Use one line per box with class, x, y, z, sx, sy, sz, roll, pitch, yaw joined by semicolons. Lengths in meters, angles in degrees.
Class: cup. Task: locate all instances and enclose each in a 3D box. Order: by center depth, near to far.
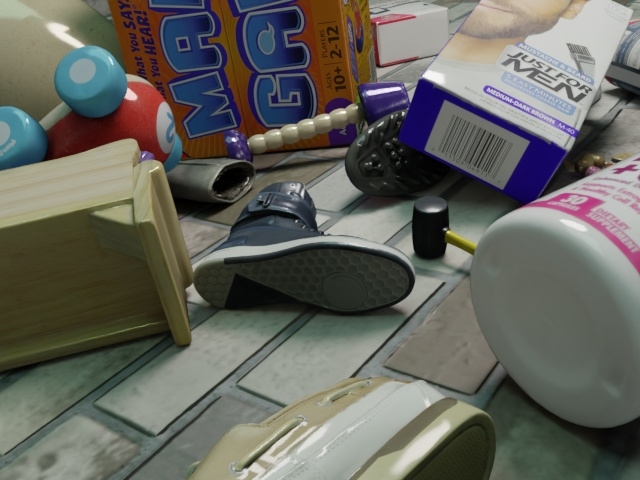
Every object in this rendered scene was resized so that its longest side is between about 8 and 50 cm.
cup;-0.430;-0.265;1.165;0.236;0.331;0.331;14;29;0

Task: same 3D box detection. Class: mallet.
mallet;0.162;0.007;0.670;0.039;0.062;0.189;-28;32;-29

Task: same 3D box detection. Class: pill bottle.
pill bottle;0.269;0.008;0.523;0.283;0.161;0.160;-23;30;-25
pill bottle;0.517;-0.266;1.034;0.107;0.108;0.180;-13;28;-7

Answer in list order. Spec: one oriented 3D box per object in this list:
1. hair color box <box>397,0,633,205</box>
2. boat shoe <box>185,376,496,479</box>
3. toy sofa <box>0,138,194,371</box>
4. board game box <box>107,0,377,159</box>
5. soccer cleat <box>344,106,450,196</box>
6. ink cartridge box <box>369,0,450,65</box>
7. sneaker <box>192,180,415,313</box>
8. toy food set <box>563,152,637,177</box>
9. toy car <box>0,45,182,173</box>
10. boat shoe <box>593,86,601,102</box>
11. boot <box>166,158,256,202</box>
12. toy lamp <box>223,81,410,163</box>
hair color box;0.258;-0.216;0.874;0.185;0.110;0.339;29;51;10
boat shoe;-0.030;0.168;0.383;0.302;0.113;0.103;-18;25;-39
toy sofa;-0.313;0.035;0.661;0.362;0.150;0.177;-14;34;-7
board game box;-0.110;-0.378;1.178;0.356;0.356;0.357;-3;27;12
soccer cleat;0.141;-0.142;0.947;0.318;0.109;0.116;-34;11;-31
ink cartridge box;0.169;-0.486;1.578;0.171;0.100;0.237;-15;28;-12
sneaker;-0.001;-0.002;0.713;0.226;0.086;0.163;0;31;21
toy food set;0.358;-0.085;0.835;0.122;0.019;0.078;4;30;10
toy car;-0.228;-0.052;0.794;0.210;0.219;0.238;-37;73;-3
boat shoe;0.361;-0.227;1.029;0.096;0.088;0.267;14;35;38
boot;-0.224;-0.076;0.962;0.208;0.076;0.189;17;39;30
toy lamp;-0.003;-0.169;1.011;0.274;0.080;0.080;-19;27;5
